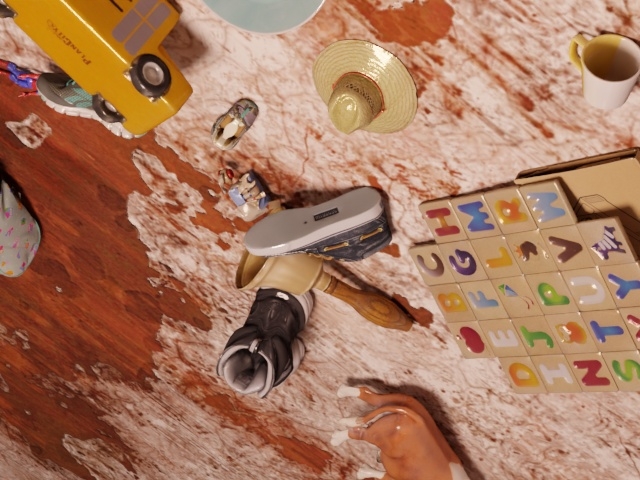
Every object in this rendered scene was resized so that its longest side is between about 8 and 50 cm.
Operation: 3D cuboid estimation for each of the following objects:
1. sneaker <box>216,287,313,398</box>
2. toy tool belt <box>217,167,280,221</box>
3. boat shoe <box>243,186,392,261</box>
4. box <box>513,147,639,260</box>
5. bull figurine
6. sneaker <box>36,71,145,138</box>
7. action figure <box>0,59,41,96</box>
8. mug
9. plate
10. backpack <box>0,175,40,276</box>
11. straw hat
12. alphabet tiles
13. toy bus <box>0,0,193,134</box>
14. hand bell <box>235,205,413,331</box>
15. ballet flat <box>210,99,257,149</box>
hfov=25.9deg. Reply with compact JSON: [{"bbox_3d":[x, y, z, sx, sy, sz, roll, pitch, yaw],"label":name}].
[{"bbox_3d":[-0.092,0.172,2.020,0.101,0.153,0.268,26,145,8],"label":"sneaker"},{"bbox_3d":[-0.092,-0.068,1.825,0.051,0.052,0.083,-25,114,23],"label":"toy tool belt"},{"bbox_3d":[0.000,0.000,1.762,0.183,0.065,0.083,-17,133,6],"label":"boat shoe"},{"bbox_3d":[0.337,-0.014,1.586,0.164,0.021,0.201,-11,128,44],"label":"box"},{"bbox_3d":[0.134,0.330,2.090,0.188,0.101,0.310,7,139,34],"label":"bull figurine"},{"bbox_3d":[-0.293,-0.197,1.815,0.166,0.065,0.076,20,127,10],"label":"sneaker"},{"bbox_3d":[-0.397,-0.215,1.886,0.115,0.030,0.038,19,138,14],"label":"action figure"},{"bbox_3d":[0.290,-0.171,1.410,0.062,0.078,0.064,-8,149,-1],"label":"mug"},{"bbox_3d":[-0.065,-0.304,1.433,0.188,0.024,0.188,13,120,23],"label":"plate"},{"bbox_3d":[-0.510,-0.021,2.112,0.115,0.152,0.182,24,158,27],"label":"backpack"},{"bbox_3d":[0.039,-0.158,1.599,0.144,0.061,0.144,20,143,15],"label":"straw hat"},{"bbox_3d":[0.257,0.064,1.668,0.342,0.011,0.285,-9,114,51],"label":"alphabet tiles"},{"bbox_3d":[-0.284,-0.281,1.629,0.333,0.130,0.108,44,142,-18],"label":"toy bus"},{"bbox_3d":[0.020,0.062,1.874,0.242,0.126,0.126,28,147,-18],"label":"hand bell"},{"bbox_3d":[-0.117,-0.138,1.760,0.041,0.041,0.114,36,145,-7],"label":"ballet flat"}]
